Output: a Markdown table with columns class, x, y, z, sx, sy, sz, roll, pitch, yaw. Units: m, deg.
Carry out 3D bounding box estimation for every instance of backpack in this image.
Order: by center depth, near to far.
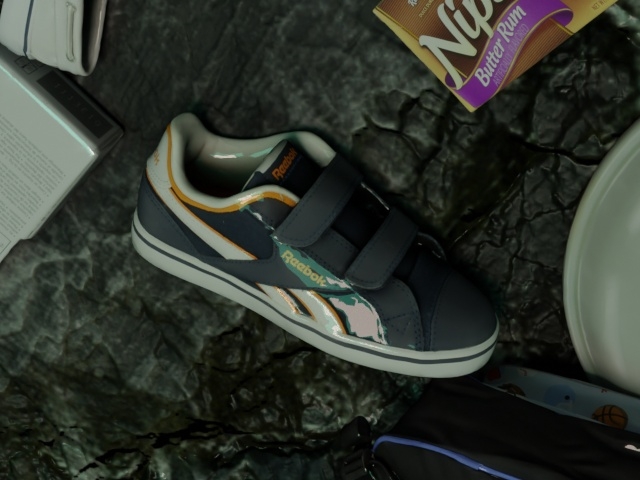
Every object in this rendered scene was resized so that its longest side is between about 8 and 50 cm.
| class | x | y | z | sx | sy | sz | roll | pitch | yaw |
| --- | --- | --- | --- | --- | --- | --- | --- | --- | --- |
| backpack | 0.181 | 0.246 | 0.858 | 0.276 | 0.213 | 0.264 | 17 | 124 | 40 |

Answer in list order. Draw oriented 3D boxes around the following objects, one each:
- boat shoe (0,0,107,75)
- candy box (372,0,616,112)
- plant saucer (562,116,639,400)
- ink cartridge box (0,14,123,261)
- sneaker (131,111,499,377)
| class | x | y | z | sx | sy | sz | roll | pitch | yaw |
| --- | --- | --- | --- | --- | --- | --- | --- | --- | --- |
| boat shoe | -0.173 | -0.243 | 0.804 | 0.084 | 0.095 | 0.258 | 25 | 130 | -2 |
| candy box | 0.134 | -0.182 | 0.729 | 0.109 | 0.053 | 0.186 | 44 | 138 | -9 |
| plant saucer | 0.382 | 0.053 | 0.783 | 0.400 | 0.100 | 0.401 | 6 | 117 | 12 |
| ink cartridge box | -0.347 | -0.104 | 0.931 | 0.275 | 0.060 | 0.239 | 43 | 120 | -7 |
| sneaker | 0.000 | 0.000 | 0.847 | 0.321 | 0.126 | 0.128 | 21 | 125 | 7 |
